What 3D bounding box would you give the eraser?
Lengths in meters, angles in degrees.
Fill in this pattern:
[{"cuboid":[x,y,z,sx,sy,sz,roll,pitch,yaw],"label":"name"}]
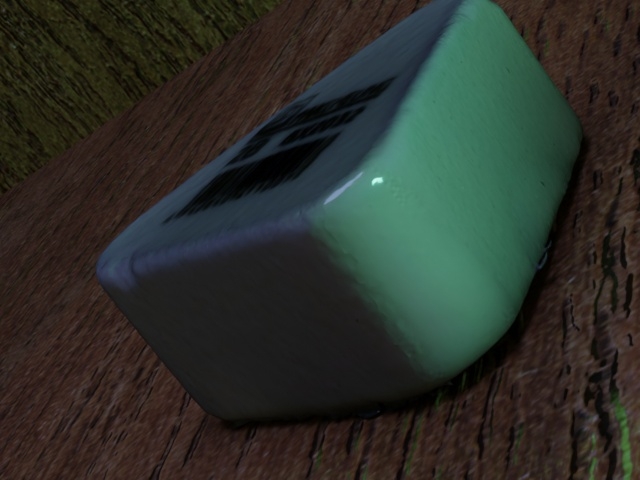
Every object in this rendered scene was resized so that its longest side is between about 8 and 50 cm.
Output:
[{"cuboid":[0.000,0.000,1.276,0.331,0.150,0.331,-37,14,11],"label":"eraser"}]
